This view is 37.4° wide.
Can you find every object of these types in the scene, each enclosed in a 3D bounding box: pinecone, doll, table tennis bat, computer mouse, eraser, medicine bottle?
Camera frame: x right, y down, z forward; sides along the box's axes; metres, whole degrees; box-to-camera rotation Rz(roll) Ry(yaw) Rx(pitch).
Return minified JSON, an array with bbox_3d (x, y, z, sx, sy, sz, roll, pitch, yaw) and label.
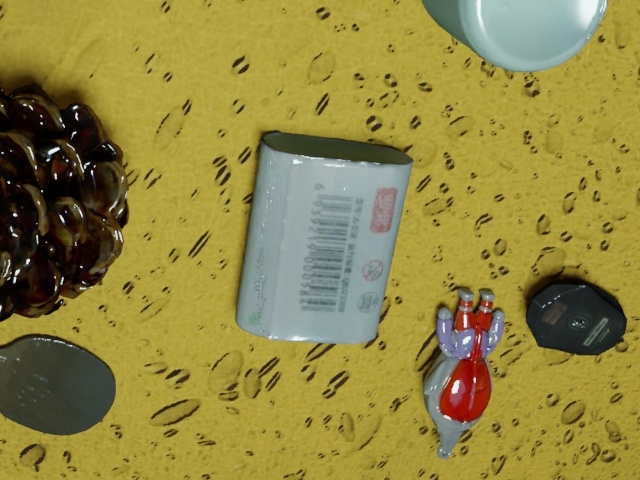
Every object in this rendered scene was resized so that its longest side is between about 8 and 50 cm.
[{"bbox_3d":[-0.310,-0.027,0.909,0.244,0.257,0.243,1,123,2],"label":"pinecone"},{"bbox_3d":[0.177,0.172,1.192,0.102,0.075,0.227,2,106,-22],"label":"doll"},{"bbox_3d":[-0.355,0.157,1.119,0.234,0.022,0.131,30,108,-24],"label":"table tennis bat"},{"bbox_3d":[0.320,0.095,1.197,0.172,0.057,0.099,24,107,-32],"label":"computer mouse"},{"bbox_3d":[0.000,0.000,1.076,0.174,0.081,0.226,6,115,-9],"label":"eraser"},{"bbox_3d":[0.170,-0.253,0.905,0.139,0.225,0.139,-4,116,-9],"label":"medicine bottle"}]
